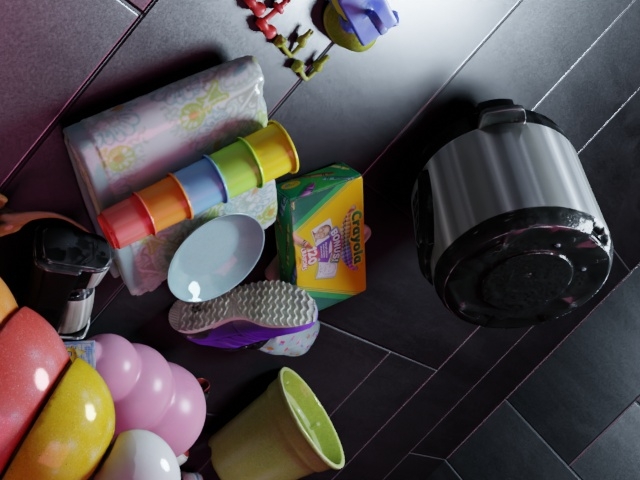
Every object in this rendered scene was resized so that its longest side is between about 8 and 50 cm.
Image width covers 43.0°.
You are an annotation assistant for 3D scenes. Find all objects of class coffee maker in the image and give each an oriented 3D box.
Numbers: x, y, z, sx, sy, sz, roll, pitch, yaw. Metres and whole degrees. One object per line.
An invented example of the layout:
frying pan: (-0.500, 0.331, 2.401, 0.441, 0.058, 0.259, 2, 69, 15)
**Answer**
coffee maker: (-0.432, 0.071, 1.290, 0.171, 0.120, 0.178, -12, 143, -39)

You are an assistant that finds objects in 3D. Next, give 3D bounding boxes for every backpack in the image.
backpack: (-0.090, 0.185, 1.770, 0.152, 0.115, 0.182, -53, 147, 11)

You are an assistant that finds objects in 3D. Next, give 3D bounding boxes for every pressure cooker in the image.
pressure cooker: (0.389, -0.068, 1.726, 0.375, 0.421, 0.370, 23, 133, -30)

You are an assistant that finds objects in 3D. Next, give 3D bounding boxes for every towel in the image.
towel: (-0.230, -0.100, 1.354, 0.320, 0.090, 0.375, -30, 144, -22)

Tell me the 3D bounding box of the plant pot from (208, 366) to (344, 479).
plant pot: (-0.122, 0.492, 1.974, 0.253, 0.276, 0.276, -33, 146, 7)

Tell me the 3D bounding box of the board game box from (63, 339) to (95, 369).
board game box: (-0.477, 0.207, 1.368, 0.194, 0.060, 0.194, -16, 164, 39)

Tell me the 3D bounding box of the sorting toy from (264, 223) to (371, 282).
sorting toy: (0.002, 0.030, 1.758, 0.193, 0.038, 0.208, -52, 144, 15)

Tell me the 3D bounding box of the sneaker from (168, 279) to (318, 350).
sneaker: (-0.142, 0.163, 1.629, 0.293, 0.102, 0.146, -3, 146, 10)

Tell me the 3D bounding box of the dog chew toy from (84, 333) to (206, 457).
dog chew toy: (-0.360, 0.293, 1.563, 0.206, 0.206, 0.332, -37, 137, -7)

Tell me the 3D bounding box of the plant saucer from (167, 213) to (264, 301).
plant saucer: (-0.188, 0.022, 1.416, 0.195, 0.037, 0.195, -28, 144, -23)

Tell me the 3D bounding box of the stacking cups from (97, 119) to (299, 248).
stacking cups: (-0.187, -0.077, 1.264, 0.316, 0.096, 0.096, -31, 144, -17)

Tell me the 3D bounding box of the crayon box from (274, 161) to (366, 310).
crayon box: (0.000, 0.000, 1.629, 0.165, 0.081, 0.279, -21, 126, -25)

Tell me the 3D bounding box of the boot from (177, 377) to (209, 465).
boot: (-0.302, 0.404, 1.837, 0.176, 0.088, 0.244, -49, 160, -21)

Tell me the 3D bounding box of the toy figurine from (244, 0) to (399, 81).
toy figurine: (0.027, -0.339, 1.227, 0.191, 0.217, 0.362, -41, 145, -2)

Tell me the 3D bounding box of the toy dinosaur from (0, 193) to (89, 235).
toy dinosaur: (-0.462, -0.031, 1.204, 0.211, 0.064, 0.112, -18, 144, 18)

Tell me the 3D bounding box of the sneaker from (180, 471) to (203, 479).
sneaker: (-0.385, 0.649, 2.037, 0.191, 0.071, 0.083, -50, 139, -2)

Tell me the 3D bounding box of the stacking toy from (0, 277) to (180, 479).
stacking toy: (-0.417, 0.253, 1.136, 0.479, 0.351, 0.351, 33, 107, -9)
